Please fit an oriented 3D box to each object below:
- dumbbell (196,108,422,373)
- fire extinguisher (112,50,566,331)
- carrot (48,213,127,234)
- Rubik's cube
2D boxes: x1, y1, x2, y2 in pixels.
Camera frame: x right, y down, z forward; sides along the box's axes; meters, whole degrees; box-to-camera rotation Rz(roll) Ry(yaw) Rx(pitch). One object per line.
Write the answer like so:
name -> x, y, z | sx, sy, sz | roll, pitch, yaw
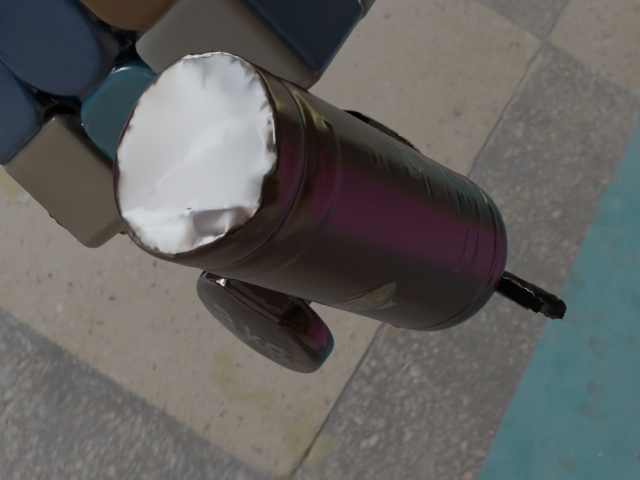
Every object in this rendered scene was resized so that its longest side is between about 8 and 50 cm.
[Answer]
dumbbell -> 0.000, 0.000, 0.960 | 0.140, 0.124, 0.225 | 31, 69, 12
fire extinguisher -> 0.036, -0.006, 0.656 | 0.135, 0.114, 0.337 | 32, 8, 37
carrot -> -0.243, -0.082, 1.240 | 0.196, 0.254, 0.195 | 7, 80, -41
Rubik's cube -> -0.159, -0.266, 0.931 | 0.346, 0.344, 0.347 | 44, 43, -15
